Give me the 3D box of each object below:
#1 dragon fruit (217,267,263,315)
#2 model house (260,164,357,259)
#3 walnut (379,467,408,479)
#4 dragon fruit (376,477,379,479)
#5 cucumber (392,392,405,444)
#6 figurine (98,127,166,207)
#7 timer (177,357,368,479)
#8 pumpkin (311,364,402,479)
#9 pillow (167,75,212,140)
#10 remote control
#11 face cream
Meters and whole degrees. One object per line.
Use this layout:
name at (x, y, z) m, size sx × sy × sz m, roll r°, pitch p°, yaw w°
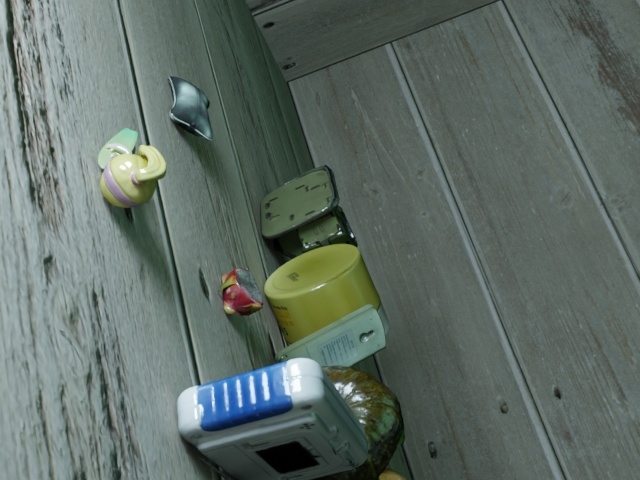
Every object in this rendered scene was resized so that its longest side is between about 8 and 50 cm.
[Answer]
dragon fruit at (-0.136, 0.085, 1.236) m, size 0.060 × 0.056 × 0.083 m, roll 25°, pitch 33°, yaw -49°
model house at (0.000, 0.000, 1.865) m, size 0.278 × 0.205 × 0.218 m, roll 59°, pitch 12°, yaw -31°
walnut at (0.131, 0.565, 1.571) m, size 0.197 × 0.165 × 0.165 m, roll -96°, pitch 165°, yaw -52°
dragon fruit at (0.058, 0.470, 1.274) m, size 0.268 × 0.130 × 0.295 m, roll 71°, pitch 8°, yaw -54°
cucumber at (0.068, 0.374, 1.543) m, size 0.130 × 0.191 × 0.191 m, roll -101°, pitch 169°, yaw -59°
figurine at (-0.228, -0.091, 0.936) m, size 0.187 × 0.083 × 0.083 m, roll -121°, pitch -172°, yaw -70°
timer at (-0.050, 0.240, 0.934) m, size 0.253 × 0.178 × 0.078 m, roll 61°, pitch 16°, yaw -52°
pumpkin at (0.006, 0.285, 1.161) m, size 0.219 × 0.219 × 0.162 m, roll -103°, pitch 175°, yaw -45°
pillow at (-0.235, -0.240, 1.378) m, size 0.135 × 0.055 × 0.091 m, roll -105°, pitch 170°, yaw -48°
remote control at (0.022, 0.211, 1.463) m, size 0.038 × 0.233 × 0.098 m, roll 17°, pitch -52°, yaw 59°
face cream at (0.013, 0.134, 1.594) m, size 0.218 × 0.218 × 0.179 m, roll -92°, pitch 160°, yaw -70°
